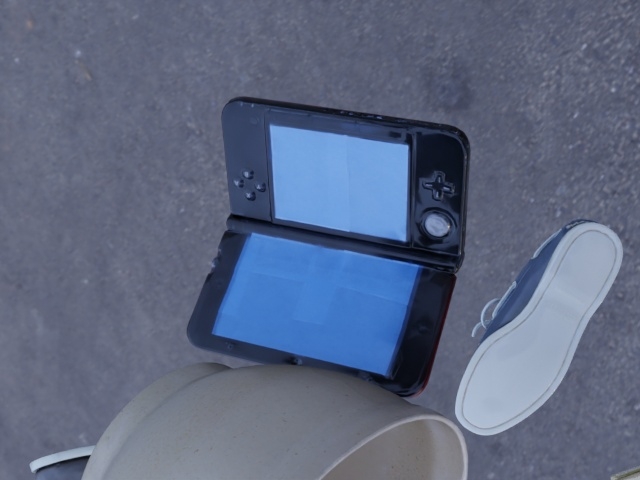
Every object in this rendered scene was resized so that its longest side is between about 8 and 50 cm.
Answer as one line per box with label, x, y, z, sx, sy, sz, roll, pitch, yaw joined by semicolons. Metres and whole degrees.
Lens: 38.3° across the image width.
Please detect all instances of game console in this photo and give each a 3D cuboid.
game console;0.000;0.000;0.500;0.143;0.085;0.124;11;125;19

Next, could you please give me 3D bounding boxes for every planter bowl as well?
planter bowl;-0.030;0.117;0.381;0.109;0.162;0.162;28;134;35

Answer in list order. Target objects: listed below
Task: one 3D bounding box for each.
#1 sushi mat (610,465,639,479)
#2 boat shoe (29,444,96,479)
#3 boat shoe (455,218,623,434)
sushi mat;0.300;0.122;0.388;0.316;0.019;0.152;-22;78;10
boat shoe;-0.158;0.229;0.860;0.081;0.227;0.069;-28;61;44
boat shoe;0.222;0.088;0.979;0.095;0.079;0.255;28;94;-5
